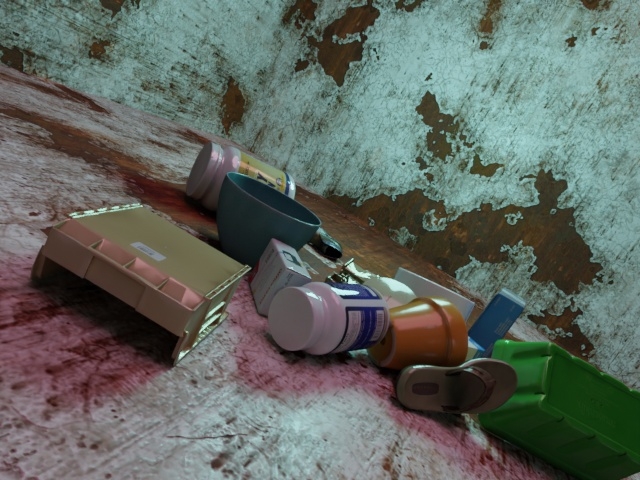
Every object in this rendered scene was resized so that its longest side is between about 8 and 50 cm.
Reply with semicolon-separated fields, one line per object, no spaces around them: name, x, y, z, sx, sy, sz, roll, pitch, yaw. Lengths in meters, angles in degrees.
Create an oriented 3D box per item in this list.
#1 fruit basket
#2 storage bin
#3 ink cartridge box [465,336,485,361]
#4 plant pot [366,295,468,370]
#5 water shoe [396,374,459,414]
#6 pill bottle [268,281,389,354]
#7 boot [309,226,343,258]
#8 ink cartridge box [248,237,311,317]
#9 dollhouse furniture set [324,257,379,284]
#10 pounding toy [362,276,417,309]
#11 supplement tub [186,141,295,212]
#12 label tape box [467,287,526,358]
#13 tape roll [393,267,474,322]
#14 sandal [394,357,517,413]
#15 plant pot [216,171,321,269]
fruit basket;0.573;0.424;1.198;0.392;0.283;0.392;20;-32;13
storage bin;-0.289;0.060;0.804;0.262;0.123;0.260;31;12;3
ink cartridge box;0.383;0.316;1.444;0.231;0.078;0.134;21;14;-38
plant pot;0.219;0.239;1.144;0.187;0.205;0.205;4;23;-28
water shoe;0.268;0.334;1.085;0.203;0.080;0.073;25;12;-21
pill bottle;0.022;0.166;1.011;0.153;0.153;0.264;38;17;36
boot;0.000;0.000;1.844;0.219;0.082;0.106;29;9;-14
ink cartridge box;-0.101;0.092;1.103;0.072;0.127;0.175;27;13;-25
dollhouse furniture set;0.114;0.171;1.465;0.182;0.101;0.161;35;37;20
pounding toy;0.164;0.215;1.359;0.236;0.110;0.183;-11;45;-27
supplement tub;-0.270;-0.180;1.588;0.316;0.228;0.228;23;14;-30
label tape box;0.621;0.302;1.679;0.106;0.241;0.333;36;14;21
tape roll;0.385;0.198;1.639;0.286;0.100;0.286;26;-1;0
sandal;0.307;0.323;1.008;0.302;0.120;0.086;1;-8;-21
plant pot;-0.170;-0.034;1.296;0.290;0.195;0.290;28;12;-7
